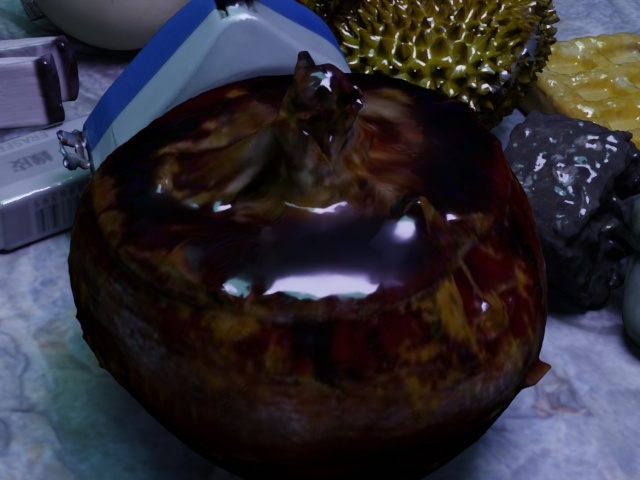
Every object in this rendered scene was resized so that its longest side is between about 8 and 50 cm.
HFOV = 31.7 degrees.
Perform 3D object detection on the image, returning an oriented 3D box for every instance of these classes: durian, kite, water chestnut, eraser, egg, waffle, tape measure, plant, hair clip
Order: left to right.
[{"bbox_3d":[-0.397,-0.141,1.053,0.331,0.085,0.101,-3,35,2],"label":"hair clip"},{"bbox_3d":[-0.302,-0.292,1.335,0.157,0.011,0.139,16,44,15],"label":"kite"},{"bbox_3d":[-0.203,-0.071,1.040,0.352,0.061,0.089,-24,48,-30],"label":"eraser"},{"bbox_3d":[-0.231,-0.308,1.222,0.186,0.186,0.242,-22,49,-29],"label":"egg"},{"bbox_3d":[-0.031,-0.153,0.921,0.215,0.351,0.097,19,39,-43],"label":"tape measure"},{"bbox_3d":[0.000,0.000,0.790,0.351,0.302,0.350,0,39,0],"label":"water chestnut"},{"bbox_3d":[0.083,-0.205,1.102,0.293,0.258,0.258,-14,41,4],"label":"durian"},{"bbox_3d":[0.318,-0.129,1.171,0.168,0.057,0.274,-12,42,-19],"label":"waffle"},{"bbox_3d":[0.267,0.002,0.938,0.275,0.146,0.149,32,90,26],"label":"plant"}]
